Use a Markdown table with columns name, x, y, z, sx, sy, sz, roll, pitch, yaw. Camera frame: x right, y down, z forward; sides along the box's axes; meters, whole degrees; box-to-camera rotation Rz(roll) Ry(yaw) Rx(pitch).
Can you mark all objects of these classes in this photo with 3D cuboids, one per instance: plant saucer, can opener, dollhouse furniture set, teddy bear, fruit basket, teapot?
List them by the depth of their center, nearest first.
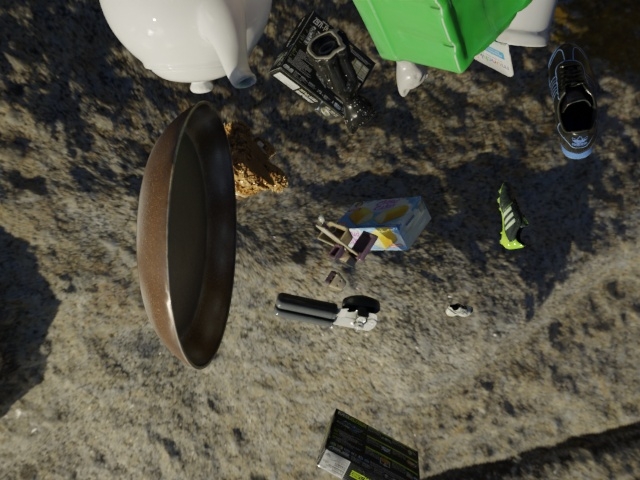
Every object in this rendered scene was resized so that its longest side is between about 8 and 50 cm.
| name | x | y | z | sx | sy | sz | roll | pitch | yaw |
| --- | --- | --- | --- | --- | --- | --- | --- | --- | --- |
| fruit basket | 0.050 | -0.345 | 0.571 | 0.165 | 0.327 | 0.353 | -40 | 56 | 6 |
| plant saucer | -0.152 | -0.006 | 0.665 | 0.050 | 0.310 | 0.311 | 0 | 92 | 3 |
| dollhouse furniture set | 0.000 | 0.000 | 0.762 | 0.081 | 0.114 | 0.091 | 37 | 85 | -26 |
| teapot | -0.183 | -0.306 | 0.792 | 0.252 | 0.256 | 0.187 | 2 | 116 | 12 |
| can opener | 0.018 | 0.184 | 1.477 | 0.280 | 0.093 | 0.074 | 9 | 133 | -9 |
| teddy bear | -0.206 | -0.215 | 1.538 | 0.245 | 0.338 | 0.113 | 25 | 119 | -39 |

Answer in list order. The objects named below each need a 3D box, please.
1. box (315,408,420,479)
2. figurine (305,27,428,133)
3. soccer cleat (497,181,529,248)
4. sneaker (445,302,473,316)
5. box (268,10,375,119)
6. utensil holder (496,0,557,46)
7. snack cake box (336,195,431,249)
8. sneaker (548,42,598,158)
| name | x | y | z | sx | sy | sz | roll | pitch | yaw |
| --- | --- | --- | --- | --- | --- | --- | --- | --- | --- |
| box | 0.094 | 0.409 | 1.053 | 0.190 | 0.184 | 0.045 | 26 | 95 | 4 |
| figurine | 0.106 | -0.332 | 1.073 | 0.214 | 0.092 | 0.209 | -34 | 138 | 0 |
| soccer cleat | 0.509 | -0.067 | 1.473 | 0.060 | 0.072 | 0.179 | -8 | 95 | -45 |
| sneaker | 0.402 | 0.197 | 1.605 | 0.083 | 0.032 | 0.037 | -4 | 134 | -13 |
| box | 0.004 | -0.374 | 1.215 | 0.180 | 0.077 | 0.148 | 32 | 83 | -24 |
| utensil holder | 0.527 | -0.770 | 1.562 | 0.327 | 0.328 | 0.386 | 4 | 119 | -9 |
| snack cake box | 0.181 | -0.050 | 1.698 | 0.152 | 0.264 | 0.089 | -50 | 121 | -33 |
| sneaker | 0.458 | -0.268 | 1.007 | 0.081 | 0.090 | 0.233 | -7 | 71 | 19 |
